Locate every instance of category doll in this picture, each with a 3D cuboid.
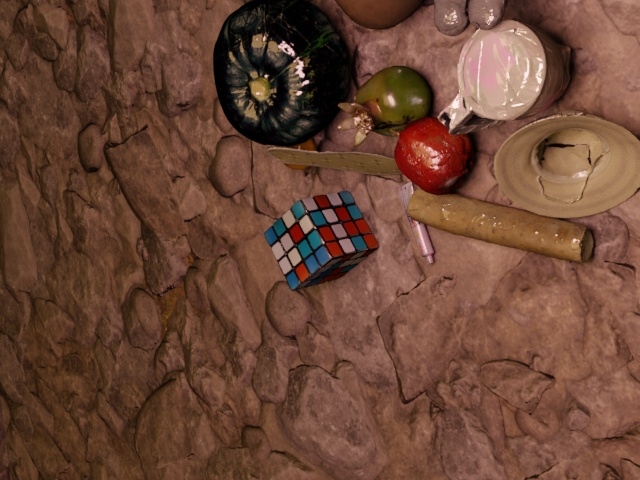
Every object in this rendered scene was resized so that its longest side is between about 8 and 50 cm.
[{"bbox_3d":[0.288,-0.499,1.540,0.245,0.158,0.341,-2,81,46],"label":"doll"}]

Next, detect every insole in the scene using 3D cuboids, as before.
[{"bbox_3d":[0.033,-0.165,1.895,0.322,0.109,0.007,7,71,23],"label":"insole"}]

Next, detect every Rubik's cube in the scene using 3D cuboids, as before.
[{"bbox_3d":[0.000,0.000,1.959,0.154,0.155,0.151,-41,71,41],"label":"Rubik's cube"}]

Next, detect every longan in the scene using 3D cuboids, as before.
[{"bbox_3d":[0.105,-0.517,1.693,0.248,0.248,0.248,13,109,42],"label":"longan"}]

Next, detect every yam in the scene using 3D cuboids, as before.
[{"bbox_3d":[0.325,-0.030,1.690,0.371,0.083,0.083,18,112,39],"label":"yam"}]

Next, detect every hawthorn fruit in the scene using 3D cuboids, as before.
[{"bbox_3d":[0.204,-0.165,1.715,0.171,0.148,0.148,23,119,9],"label":"hawthorn fruit"}]

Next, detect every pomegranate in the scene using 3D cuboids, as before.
[{"bbox_3d":[0.122,-0.255,1.756,0.152,0.191,0.131,-31,92,45],"label":"pomegranate"}]

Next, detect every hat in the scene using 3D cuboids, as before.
[{"bbox_3d":[0.417,-0.158,1.534,0.252,0.252,0.110,-38,32,43],"label":"hat"}]

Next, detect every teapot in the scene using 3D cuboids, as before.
[{"bbox_3d":[0.331,-0.259,1.563,0.163,0.178,0.222,36,117,33],"label":"teapot"}]

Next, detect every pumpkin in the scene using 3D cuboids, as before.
[{"bbox_3d":[-0.077,-0.358,1.900,0.315,0.238,0.315,20,128,27],"label":"pumpkin"}]

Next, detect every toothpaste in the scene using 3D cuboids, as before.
[{"bbox_3d":[0.196,-0.034,1.850,0.045,0.028,0.170,-27,79,51],"label":"toothpaste"}]

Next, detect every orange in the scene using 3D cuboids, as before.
[{"bbox_3d":[-0.054,-0.202,2.015,0.095,0.085,0.085,44,127,37],"label":"orange"}]
